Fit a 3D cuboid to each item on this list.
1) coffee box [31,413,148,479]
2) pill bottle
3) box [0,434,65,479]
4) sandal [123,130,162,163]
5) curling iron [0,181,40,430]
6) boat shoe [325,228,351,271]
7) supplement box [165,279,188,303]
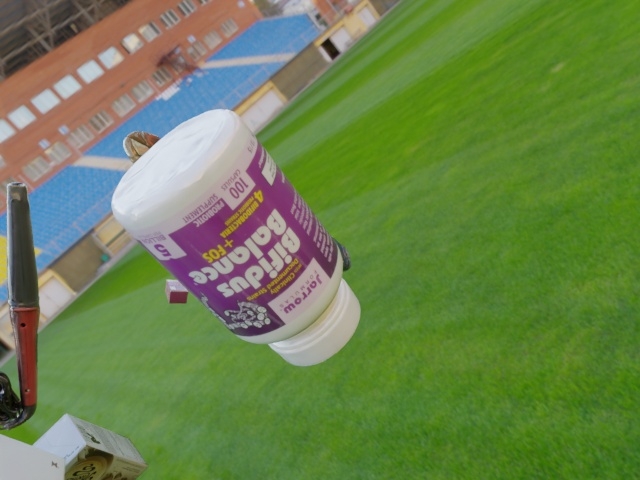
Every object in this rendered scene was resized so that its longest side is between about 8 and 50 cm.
[{"bbox_3d":[-0.611,0.585,1.470,0.168,0.297,0.119,-44,58,-12],"label":"coffee box"},{"bbox_3d":[-0.078,0.013,0.659,0.169,0.301,0.169,-26,34,19],"label":"pill bottle"},{"bbox_3d":[-0.592,0.500,0.887,0.345,0.168,0.215,-40,37,10],"label":"box"},{"bbox_3d":[-0.204,-0.091,0.754,0.049,0.072,0.180,-33,-12,10],"label":"sandal"},{"bbox_3d":[-0.315,0.077,0.574,0.035,0.274,0.068,23,17,35],"label":"curling iron"},{"bbox_3d":[0.000,0.000,1.312,0.065,0.183,0.083,-40,-22,28],"label":"boat shoe"},{"bbox_3d":[-0.434,0.154,1.703,0.083,0.055,0.043,-135,53,-60],"label":"supplement box"}]
